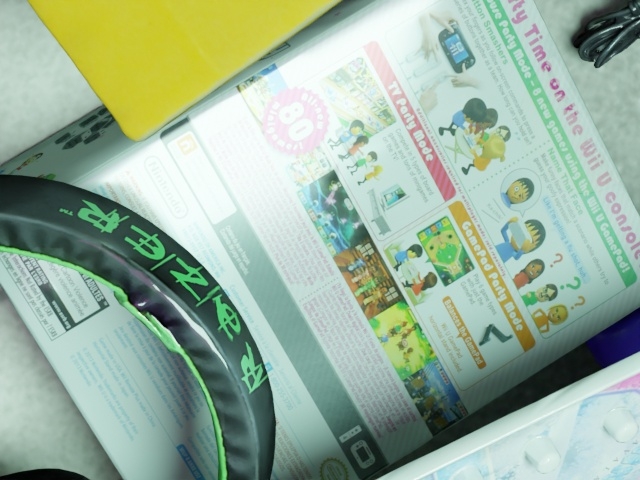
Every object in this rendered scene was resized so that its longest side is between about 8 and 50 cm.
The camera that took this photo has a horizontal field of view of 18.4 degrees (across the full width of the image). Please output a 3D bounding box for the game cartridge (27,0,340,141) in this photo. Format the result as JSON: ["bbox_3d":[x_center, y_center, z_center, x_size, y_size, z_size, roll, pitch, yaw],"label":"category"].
[{"bbox_3d":[-0.033,-0.243,0.812,0.324,0.052,0.285,-33,97,16],"label":"game cartridge"}]

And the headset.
[{"bbox_3d":[-0.201,0.146,0.931,0.243,0.185,0.394,45,114,-11],"label":"headset"}]

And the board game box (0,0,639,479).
[{"bbox_3d":[0.000,0.000,1.036,0.303,0.097,0.224,-31,110,-5],"label":"board game box"}]

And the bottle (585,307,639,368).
[{"bbox_3d":[0.274,0.103,1.138,0.118,0.092,0.283,-46,110,0],"label":"bottle"}]

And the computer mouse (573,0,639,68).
[{"bbox_3d":[0.240,-0.085,1.107,0.106,0.042,0.193,-42,115,17],"label":"computer mouse"}]

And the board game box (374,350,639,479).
[{"bbox_3d":[0.102,0.235,1.042,0.390,0.050,0.390,-25,138,-10],"label":"board game box"}]
